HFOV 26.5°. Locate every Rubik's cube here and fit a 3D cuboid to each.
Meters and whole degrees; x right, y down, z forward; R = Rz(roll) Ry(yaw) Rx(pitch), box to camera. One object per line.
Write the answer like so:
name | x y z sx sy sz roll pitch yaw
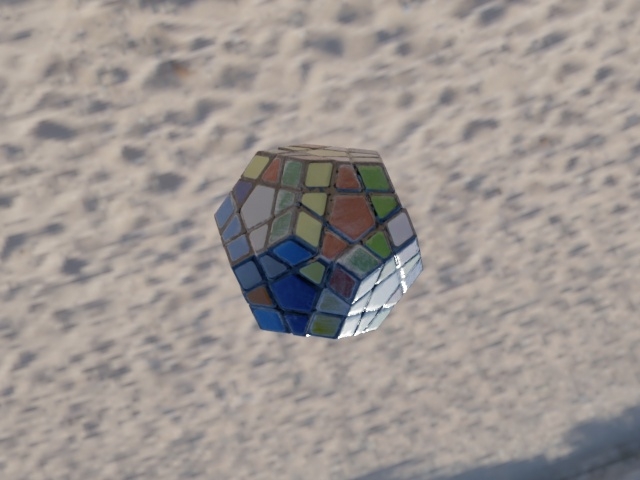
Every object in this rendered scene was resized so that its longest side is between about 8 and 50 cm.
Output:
Rubik's cube | 0.000 0.000 0.702 0.111 0.093 0.111 -40 153 -26
